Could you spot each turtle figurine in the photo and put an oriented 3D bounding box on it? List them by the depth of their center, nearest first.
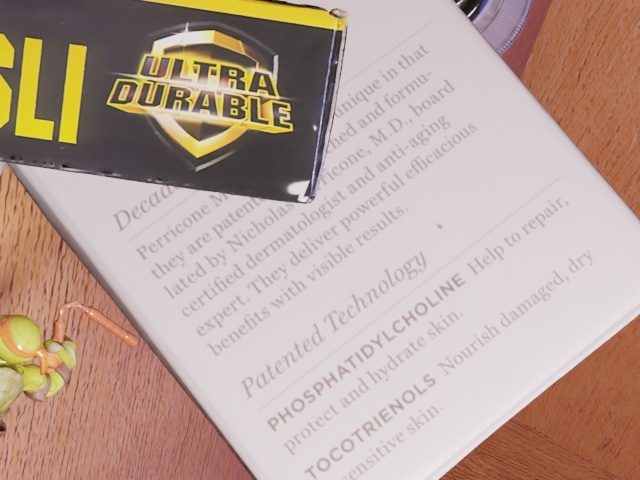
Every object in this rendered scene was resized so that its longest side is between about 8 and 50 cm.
[{"bbox_3d":[-0.275,0.123,0.936,0.217,0.087,0.269,-41,155,20],"label":"turtle figurine"}]

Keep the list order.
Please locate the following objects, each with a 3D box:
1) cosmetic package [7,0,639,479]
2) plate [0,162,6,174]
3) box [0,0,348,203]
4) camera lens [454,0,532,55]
[{"bbox_3d":[0.000,0.000,0.973,0.327,0.394,0.329,-38,172,-10],"label":"cosmetic package"},{"bbox_3d":[-0.304,-0.051,0.792,0.277,0.045,0.278,-52,164,-33],"label":"plate"},{"bbox_3d":[-0.156,-0.087,0.539,0.257,0.322,0.079,-96,-166,-80],"label":"box"},{"bbox_3d":[0.136,-0.314,1.431,0.219,0.219,0.274,-63,165,9],"label":"camera lens"}]
